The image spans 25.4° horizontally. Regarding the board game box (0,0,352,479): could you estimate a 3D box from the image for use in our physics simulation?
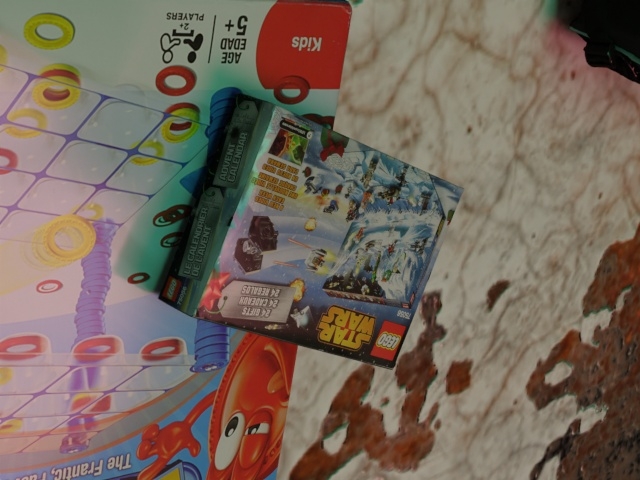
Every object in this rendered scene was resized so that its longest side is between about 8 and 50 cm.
[{"bbox_3d":[-0.144,0.037,0.585,0.308,0.086,0.302,-7,112,-43],"label":"board game box"}]

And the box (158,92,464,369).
[{"bbox_3d":[0.000,0.000,0.627,0.137,0.027,0.094,20,92,-47],"label":"box"}]

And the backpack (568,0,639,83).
[{"bbox_3d":[0.268,-0.136,0.859,0.188,0.166,0.144,9,111,-49],"label":"backpack"}]
